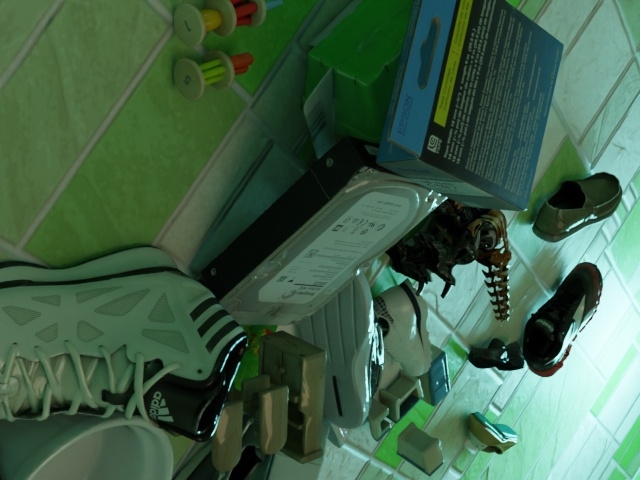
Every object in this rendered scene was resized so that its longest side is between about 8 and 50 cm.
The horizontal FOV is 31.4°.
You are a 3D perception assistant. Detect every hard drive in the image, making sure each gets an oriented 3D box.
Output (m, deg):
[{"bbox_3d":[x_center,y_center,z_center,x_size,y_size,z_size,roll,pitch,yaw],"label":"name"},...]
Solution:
[{"bbox_3d":[0.000,0.000,1.571,0.339,0.064,0.237,-41,153,25],"label":"hard drive"}]

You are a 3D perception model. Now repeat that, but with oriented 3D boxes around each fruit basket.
[{"bbox_3d":[0.097,-0.196,1.640,0.327,0.165,0.353,-47,157,-18],"label":"fruit basket"}]

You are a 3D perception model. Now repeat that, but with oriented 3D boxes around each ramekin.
[{"bbox_3d":[-0.333,0.308,1.432,0.277,0.135,0.277,-32,138,-34],"label":"ramekin"}]

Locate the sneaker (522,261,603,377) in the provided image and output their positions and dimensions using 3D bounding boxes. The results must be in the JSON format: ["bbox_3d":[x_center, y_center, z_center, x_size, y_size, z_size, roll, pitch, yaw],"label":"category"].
[{"bbox_3d":[0.521,0.166,2.467,0.276,0.098,0.135,-61,148,3],"label":"sneaker"}]

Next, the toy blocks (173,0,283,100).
[{"bbox_3d":[-0.108,-0.246,1.394,0.148,0.054,0.123,-27,133,-40],"label":"toy blocks"}]

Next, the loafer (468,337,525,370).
[{"bbox_3d":[0.361,0.233,2.360,0.170,0.062,0.061,15,63,-48],"label":"loafer"}]

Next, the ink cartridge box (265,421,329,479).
[{"bbox_3d":[-0.051,0.402,1.865,0.139,0.082,0.190,-74,178,-70],"label":"ink cartridge box"}]

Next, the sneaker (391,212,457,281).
[{"bbox_3d":[0.212,-0.001,1.956,0.192,0.086,0.064,-47,144,-19],"label":"sneaker"}]

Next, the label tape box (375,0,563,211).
[{"bbox_3d":[0.166,-0.193,1.438,0.334,0.106,0.240,20,81,-49],"label":"label tape box"}]

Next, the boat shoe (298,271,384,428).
[{"bbox_3d":[0.040,0.149,1.842,0.119,0.121,0.335,-56,152,-48],"label":"boat shoe"}]

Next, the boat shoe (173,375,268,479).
[{"bbox_3d":[-0.104,0.320,1.773,0.319,0.099,0.116,-49,143,-17],"label":"boat shoe"}]

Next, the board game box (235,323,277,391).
[{"bbox_3d":[-0.137,0.193,1.687,0.092,0.043,0.181,7,108,-54],"label":"board game box"}]

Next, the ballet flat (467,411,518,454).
[{"bbox_3d":[0.367,0.432,2.489,0.073,0.080,0.232,-48,145,8],"label":"ballet flat"}]

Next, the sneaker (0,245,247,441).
[{"bbox_3d":[-0.263,0.140,1.294,0.448,0.258,0.169,-19,129,-44],"label":"sneaker"}]

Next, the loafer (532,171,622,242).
[{"bbox_3d":[0.529,-0.081,2.301,0.251,0.094,0.087,-32,141,-35],"label":"loafer"}]

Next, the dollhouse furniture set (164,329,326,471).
[{"bbox_3d":[-0.117,0.237,1.551,0.242,0.212,0.160,-12,113,-40],"label":"dollhouse furniture set"}]

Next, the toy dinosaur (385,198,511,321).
[{"bbox_3d":[0.233,-0.018,1.847,0.218,0.322,0.164,-32,171,-25],"label":"toy dinosaur"}]

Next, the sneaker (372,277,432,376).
[{"bbox_3d":[0.135,0.164,1.999,0.095,0.090,0.235,-28,136,-14],"label":"sneaker"}]

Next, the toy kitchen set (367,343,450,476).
[{"bbox_3d":[0.205,0.327,2.117,0.207,0.166,0.122,-40,141,-27],"label":"toy kitchen set"}]

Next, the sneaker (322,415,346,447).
[{"bbox_3d":[0.035,0.301,1.981,0.070,0.051,0.134,-37,135,-23],"label":"sneaker"}]
